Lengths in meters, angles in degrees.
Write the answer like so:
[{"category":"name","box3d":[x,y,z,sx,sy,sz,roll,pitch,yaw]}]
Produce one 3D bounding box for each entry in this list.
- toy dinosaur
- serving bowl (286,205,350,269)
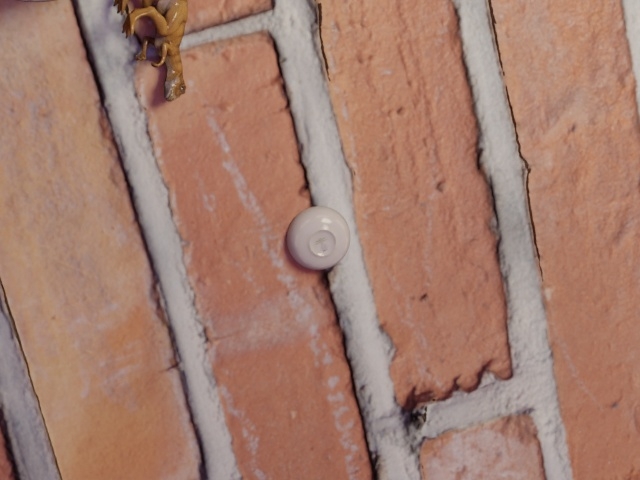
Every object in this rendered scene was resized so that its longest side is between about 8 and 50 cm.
[{"category":"toy dinosaur","box3d":[-0.177,-0.272,1.473,0.112,0.064,0.212,1,114,-32]},{"category":"serving bowl","box3d":[0.000,0.000,1.592,0.083,0.027,0.083,-4,106,-13]}]
